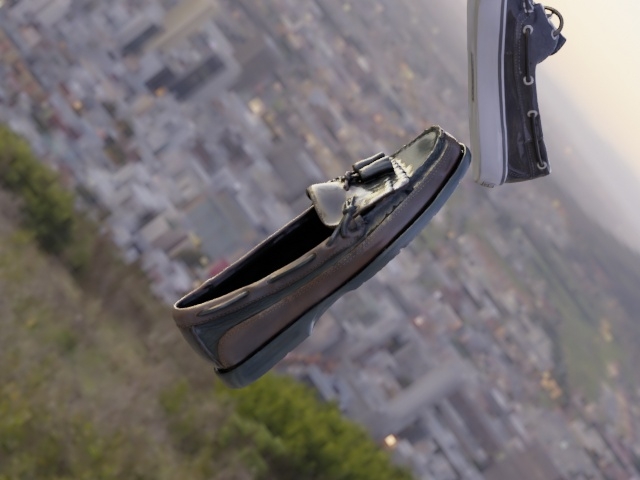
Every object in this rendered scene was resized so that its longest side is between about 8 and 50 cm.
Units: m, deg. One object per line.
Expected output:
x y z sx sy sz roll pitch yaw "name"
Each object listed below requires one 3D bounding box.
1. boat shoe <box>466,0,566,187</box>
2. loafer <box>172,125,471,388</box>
0.159 -0.154 1.328 0.080 0.076 0.228 -102 -170 -76 "boat shoe"
0.000 0.000 1.292 0.084 0.267 0.096 45 1 -17 "loafer"
